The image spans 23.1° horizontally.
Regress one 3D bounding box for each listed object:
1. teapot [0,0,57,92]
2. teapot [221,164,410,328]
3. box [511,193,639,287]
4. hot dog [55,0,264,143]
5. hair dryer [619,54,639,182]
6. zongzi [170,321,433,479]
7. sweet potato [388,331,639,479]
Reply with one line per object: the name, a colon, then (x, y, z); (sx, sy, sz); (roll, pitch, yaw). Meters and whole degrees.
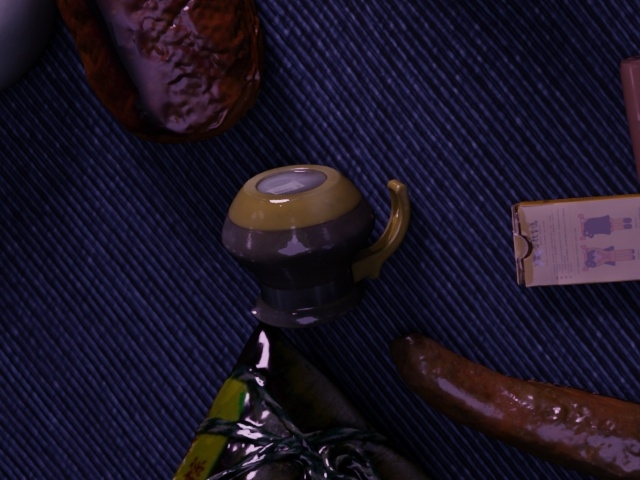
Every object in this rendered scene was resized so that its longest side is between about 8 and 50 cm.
teapot: (-0.325, -0.212, 1.340); (0.193, 0.129, 0.294); (8, 102, 10)
teapot: (0.000, 0.000, 1.324); (0.166, 0.130, 0.119); (-16, 114, -17)
box: (0.238, -0.001, 1.315); (0.149, 0.020, 0.073); (-3, 100, 12)
hot dog: (-0.139, -0.193, 1.312); (0.161, 0.099, 0.226); (-17, 109, 5)
hair dryer: (0.339, -0.107, 1.257); (0.182, 0.064, 0.117); (-11, 98, 8)
zongzi: (-0.074, 0.311, 1.369); (0.319, 0.362, 0.383); (47, 67, 2)
sweet potato: (0.183, 0.147, 1.330); (0.273, 0.075, 0.075); (18, 103, 12)
